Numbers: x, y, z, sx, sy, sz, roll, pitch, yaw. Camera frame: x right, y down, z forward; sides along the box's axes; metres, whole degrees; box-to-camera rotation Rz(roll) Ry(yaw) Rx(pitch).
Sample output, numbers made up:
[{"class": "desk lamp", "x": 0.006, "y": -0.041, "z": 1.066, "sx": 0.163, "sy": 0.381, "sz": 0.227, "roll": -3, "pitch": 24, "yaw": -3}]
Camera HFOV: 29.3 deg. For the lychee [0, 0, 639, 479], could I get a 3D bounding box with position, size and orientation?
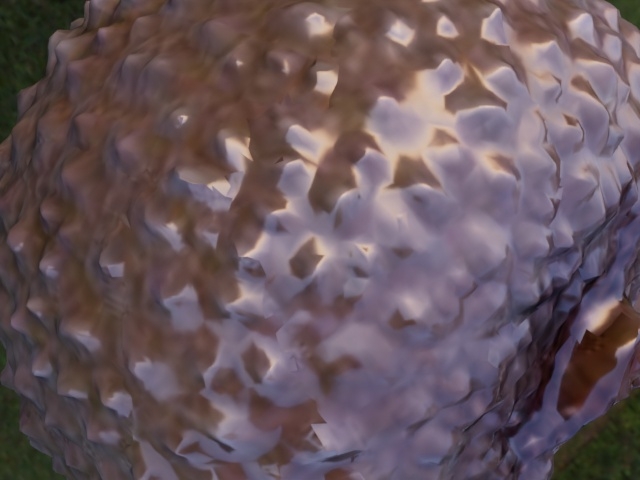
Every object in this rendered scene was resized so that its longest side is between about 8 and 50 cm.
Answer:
[{"class": "lychee", "x": 0.005, "y": -0.001, "z": 0.512, "sx": 0.300, "sy": 0.300, "sz": 0.300, "roll": -27, "pitch": 148, "yaw": -19}]
